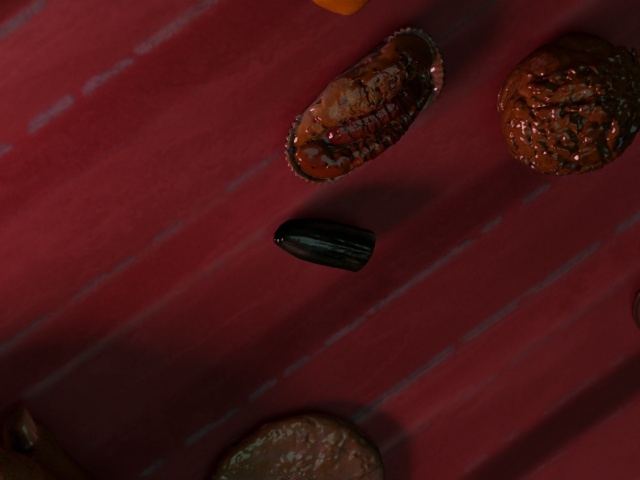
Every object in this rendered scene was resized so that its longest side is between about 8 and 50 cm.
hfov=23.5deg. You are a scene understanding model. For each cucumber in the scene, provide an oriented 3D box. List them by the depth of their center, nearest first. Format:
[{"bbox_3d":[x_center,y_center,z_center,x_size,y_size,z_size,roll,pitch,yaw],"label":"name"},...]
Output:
[{"bbox_3d":[0.000,0.000,1.575,0.105,0.048,0.048,12,109,-22],"label":"cucumber"}]

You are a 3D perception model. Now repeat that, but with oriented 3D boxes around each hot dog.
[{"bbox_3d":[0.043,-0.131,1.524,0.192,0.053,0.099,-39,119,-4],"label":"hot dog"}]

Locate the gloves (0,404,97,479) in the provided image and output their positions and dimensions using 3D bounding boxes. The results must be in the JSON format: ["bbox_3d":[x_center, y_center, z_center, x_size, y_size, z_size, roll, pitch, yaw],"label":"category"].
[{"bbox_3d":[-0.277,0.304,1.528,0.356,0.155,0.203,45,64,-28],"label":"gloves"}]

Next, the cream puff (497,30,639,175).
[{"bbox_3d":[0.264,-0.136,1.578,0.165,0.115,0.150,-44,127,1],"label":"cream puff"}]

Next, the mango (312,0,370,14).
[{"bbox_3d":[0.009,-0.306,1.396,0.141,0.102,0.217,-14,117,-9],"label":"mango"}]

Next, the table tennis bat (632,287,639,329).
[{"bbox_3d":[0.450,0.065,1.821,0.170,0.119,0.107,29,128,-9],"label":"table tennis bat"}]

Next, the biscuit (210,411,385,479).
[{"bbox_3d":[-0.028,0.286,1.709,0.219,0.033,0.220,-10,118,-20],"label":"biscuit"}]
